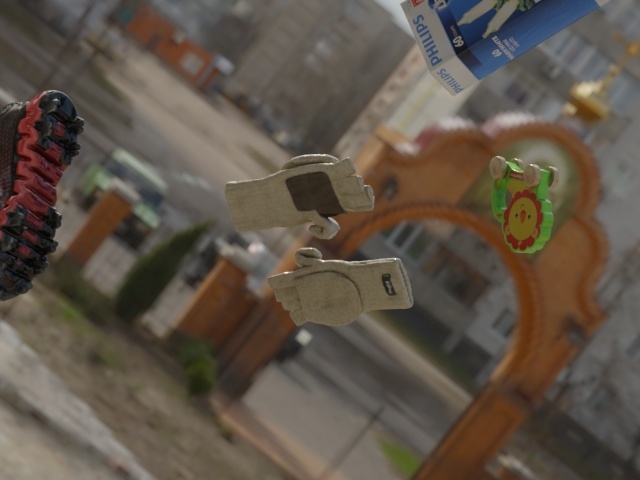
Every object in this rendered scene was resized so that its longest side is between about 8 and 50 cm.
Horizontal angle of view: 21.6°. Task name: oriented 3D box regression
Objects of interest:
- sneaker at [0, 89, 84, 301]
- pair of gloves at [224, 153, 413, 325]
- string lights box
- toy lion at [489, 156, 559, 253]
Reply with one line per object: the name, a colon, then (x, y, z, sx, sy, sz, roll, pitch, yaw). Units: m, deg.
sneaker: (-0.381, -0.052, 2.028, 0.135, 0.276, 0.097, -1, -25, 26)
pair of gloves: (0.000, 0.000, 2.219, 0.240, 0.204, 0.042, 65, 29, -17)
string lights box: (0.247, -0.317, 2.196, 0.077, 0.260, 0.133, 37, 27, -52)
toy lion: (0.214, -0.036, 1.779, 0.034, 0.096, 0.100, 5, 8, -30)
